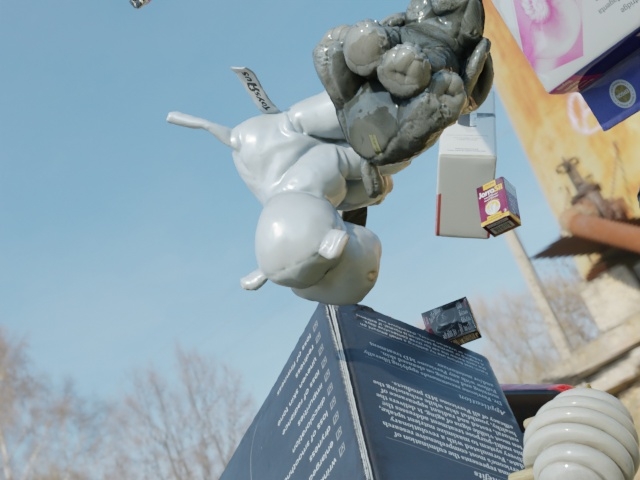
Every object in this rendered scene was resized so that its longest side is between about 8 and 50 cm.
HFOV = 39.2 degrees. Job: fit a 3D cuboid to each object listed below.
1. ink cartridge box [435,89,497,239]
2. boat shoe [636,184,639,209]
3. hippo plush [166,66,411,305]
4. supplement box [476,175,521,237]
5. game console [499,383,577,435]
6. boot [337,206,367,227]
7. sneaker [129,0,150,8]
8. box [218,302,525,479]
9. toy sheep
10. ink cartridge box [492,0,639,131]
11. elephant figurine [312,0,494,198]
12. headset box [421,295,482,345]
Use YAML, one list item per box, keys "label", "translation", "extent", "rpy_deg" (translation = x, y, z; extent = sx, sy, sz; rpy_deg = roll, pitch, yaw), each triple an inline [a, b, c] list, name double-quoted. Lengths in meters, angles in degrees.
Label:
- label: "ink cartridge box"
  translation: [0.297, -0.161, 1.837]
  extent: [0.114, 0.273, 0.197]
  rpy_deg: [4, -53, 8]
- label: "boat shoe"
  translation: [0.692, 0.022, 1.673]
  extent: [0.112, 0.335, 0.095]
  rpy_deg: [-28, 14, 21]
- label: "hippo plush"
  translation: [0.005, -0.056, 1.085]
  extent: [0.234, 0.237, 0.294]
  rpy_deg: [-31, -42, 23]
- label: "supplement box"
  translation: [0.297, -0.056, 1.500]
  extent: [0.055, 0.083, 0.043]
  rpy_deg: [-28, -44, 31]
- label: "game console"
  translation: [0.409, 0.405, 1.468]
  extent: [0.060, 0.386, 0.342]
  rpy_deg: [-31, 1, -16]
- label: "boot"
  translation: [0.002, -0.001, 1.812]
  extent: [0.085, 0.178, 0.236]
  rpy_deg: [0, -71, -39]
- label: "sneaker"
  translation: [-0.291, -0.533, 1.688]
  extent: [0.118, 0.107, 0.279]
  rpy_deg: [-23, -7, -38]
- label: "box"
  translation: [0.050, 0.419, 1.198]
  extent: [0.297, 0.472, 0.480]
  rpy_deg: [23, -67, -16]
- label: "toy sheep"
  translation: [0.187, 0.157, 0.654]
  extent: [0.091, 0.091, 0.132]
  rpy_deg: [-43, 13, 41]
- label: "ink cartridge box"
  translation: [0.378, -0.336, 1.197]
  extent: [0.071, 0.330, 0.324]
  rpy_deg: [-28, -5, -28]
- label: "elephant figurine"
  translation: [0.117, -0.196, 0.922]
  extent: [0.186, 0.169, 0.239]
  rpy_deg: [-23, 20, 50]
- label: "headset box"
  translation: [0.195, 0.131, 1.369]
  extent: [0.083, 0.062, 0.032]
  rpy_deg: [-24, -37, 12]
